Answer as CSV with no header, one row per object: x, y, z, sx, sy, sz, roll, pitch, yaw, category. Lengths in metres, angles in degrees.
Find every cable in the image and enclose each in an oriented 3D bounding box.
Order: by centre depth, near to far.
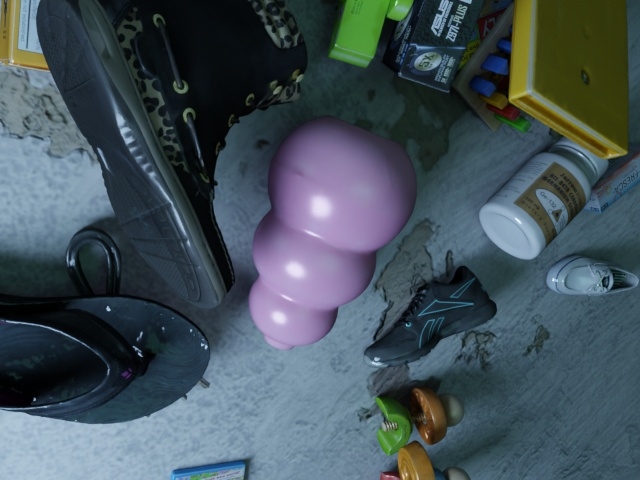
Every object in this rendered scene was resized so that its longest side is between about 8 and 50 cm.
-0.274,0.123,0.839,0.140,0.072,0.287,-28,104,-3,cable

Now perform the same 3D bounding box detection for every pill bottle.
0.409,-0.085,1.127,0.229,0.131,0.131,-43,120,-15,pill bottle

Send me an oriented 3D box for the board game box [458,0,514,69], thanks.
0.293,-0.426,1.020,0.317,0.046,0.213,-28,114,-22,board game box

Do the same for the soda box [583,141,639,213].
0.601,-0.130,1.272,0.183,0.058,0.063,-34,118,-18,soda box

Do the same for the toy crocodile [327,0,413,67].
0.075,-0.417,0.866,0.115,0.105,0.340,7,102,-16,toy crocodile

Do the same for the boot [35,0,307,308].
-0.128,-0.138,0.751,0.284,0.138,0.377,-39,115,-38,boot

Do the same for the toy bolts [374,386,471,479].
0.202,0.393,1.085,0.159,0.218,0.228,-8,110,-14,toy bolts

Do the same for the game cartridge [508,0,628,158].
0.403,-0.324,0.995,0.285,0.053,0.323,17,71,-36,game cartridge

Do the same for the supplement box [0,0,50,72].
-0.300,-0.303,0.681,0.080,0.078,0.233,4,101,-35,supplement box

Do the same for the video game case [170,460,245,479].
-0.185,0.433,0.980,0.119,0.015,0.166,3,101,-31,video game case

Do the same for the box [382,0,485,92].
0.162,-0.317,0.877,0.078,0.147,0.180,16,112,-11,box

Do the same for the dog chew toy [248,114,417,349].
0.000,0.000,0.875,0.207,0.207,0.331,14,103,-33,dog chew toy

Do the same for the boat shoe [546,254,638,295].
0.575,0.074,1.300,0.226,0.076,0.083,-5,105,-29,boat shoe

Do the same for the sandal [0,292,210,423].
-0.345,0.137,0.716,0.446,0.107,0.167,12,97,-23,sandal

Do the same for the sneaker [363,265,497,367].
0.179,0.135,1.087,0.267,0.101,0.106,-24,92,-23,sneaker

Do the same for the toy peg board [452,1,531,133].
0.324,-0.269,1.020,0.161,0.079,0.161,29,99,-47,toy peg board
